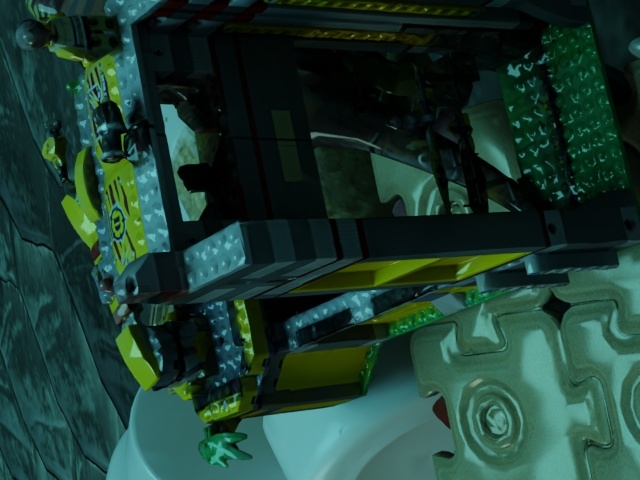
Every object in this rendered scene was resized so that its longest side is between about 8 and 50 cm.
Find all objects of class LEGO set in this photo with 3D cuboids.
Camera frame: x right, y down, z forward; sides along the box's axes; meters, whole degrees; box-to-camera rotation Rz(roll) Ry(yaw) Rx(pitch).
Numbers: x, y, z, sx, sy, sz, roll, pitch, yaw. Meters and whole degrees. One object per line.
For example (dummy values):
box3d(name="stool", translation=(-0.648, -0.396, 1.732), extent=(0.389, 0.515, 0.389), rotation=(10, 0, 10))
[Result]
box3d(name="LEGO set", translation=(-0.048, -0.083, 0.563), extent=(0.255, 0.192, 0.331), rotation=(-12, 82, 52))

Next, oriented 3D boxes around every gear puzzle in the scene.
box3d(name="gear puzzle", translation=(0.119, 0.106, 0.590), extent=(0.175, 0.044, 0.339), rotation=(-13, 88, 48))

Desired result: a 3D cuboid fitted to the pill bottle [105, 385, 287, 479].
box3d(name="pill bottle", translation=(-0.057, 0.154, 0.850), extent=(0.208, 0.119, 0.119), rotation=(102, 146, -49))

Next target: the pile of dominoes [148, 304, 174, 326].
box3d(name="pile of dominoes", translation=(-0.098, 0.016, 0.987), extent=(0.196, 0.040, 0.251), rotation=(-93, 17, -45))

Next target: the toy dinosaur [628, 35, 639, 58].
box3d(name="toy dinosaur", translation=(0.122, -0.107, 0.405), extent=(0.160, 0.121, 0.313), rotation=(88, 163, -62))

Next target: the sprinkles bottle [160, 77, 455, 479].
box3d(name="sprinkles bottle", translation=(-0.023, -0.034, 0.796), extent=(0.121, 0.121, 0.355), rotation=(103, 146, -49))
